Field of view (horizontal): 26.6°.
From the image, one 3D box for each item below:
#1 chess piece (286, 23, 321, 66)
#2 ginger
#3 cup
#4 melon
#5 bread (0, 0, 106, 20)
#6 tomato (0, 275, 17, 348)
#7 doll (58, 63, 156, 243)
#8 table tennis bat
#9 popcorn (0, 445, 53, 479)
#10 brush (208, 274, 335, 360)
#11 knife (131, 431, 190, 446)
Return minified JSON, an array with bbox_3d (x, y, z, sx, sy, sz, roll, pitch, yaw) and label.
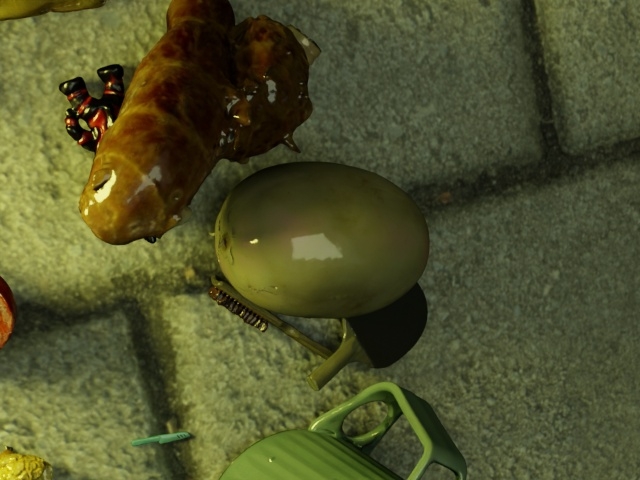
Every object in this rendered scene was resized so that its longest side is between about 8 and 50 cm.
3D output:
[{"bbox_3d":[-0.060,-0.242,1.928,0.066,0.066,0.122,40,87,-24],"label":"chess piece"},{"bbox_3d":[-0.153,-0.148,1.772,0.254,0.176,0.418,28,57,-2],"label":"ginger"},{"bbox_3d":[0.038,0.415,1.930,0.310,0.392,0.401,-1,96,-29],"label":"cup"},{"bbox_3d":[0.000,0.000,1.913,0.317,0.223,0.223,1,100,-23],"label":"melon"},{"bbox_3d":[-0.386,-0.364,1.736,0.233,0.088,0.160,-17,125,-33],"label":"bread"},{"bbox_3d":[-0.474,0.086,1.804,0.139,0.091,0.159,32,114,-16],"label":"tomato"},{"bbox_3d":[-0.274,-0.113,1.856,0.127,0.088,0.248,-22,100,4],"label":"doll"},{"bbox_3d":[0.072,0.143,2.052,0.246,0.022,0.138,-41,111,-27],"label":"table tennis bat"},{"bbox_3d":[-0.422,0.317,1.886,0.084,0.084,0.084,-5,102,-22],"label":"popcorn"},{"bbox_3d":[-0.066,0.129,2.012,0.248,0.043,0.036,35,93,-26],"label":"brush"},{"bbox_3d":[-0.234,0.293,1.990,0.091,0.005,0.014,-7,102,-22],"label":"knife"}]
